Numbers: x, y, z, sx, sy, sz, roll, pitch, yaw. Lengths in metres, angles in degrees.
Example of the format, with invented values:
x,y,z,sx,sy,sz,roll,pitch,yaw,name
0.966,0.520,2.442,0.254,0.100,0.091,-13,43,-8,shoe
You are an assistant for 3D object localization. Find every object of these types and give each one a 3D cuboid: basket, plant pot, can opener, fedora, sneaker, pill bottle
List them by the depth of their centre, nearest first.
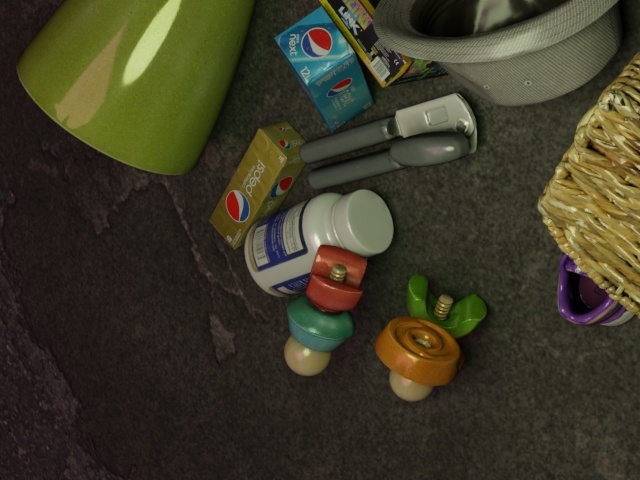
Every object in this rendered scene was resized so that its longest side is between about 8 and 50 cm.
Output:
x,y,z,sx,sy,sz,roll,pitch,yaw,name
0.389,-0.041,1.169,0.299,0.223,0.213,34,137,13,basket
0.206,-0.226,1.299,0.275,0.243,0.124,-3,132,33,fedora
0.307,-0.005,1.332,0.095,0.104,0.236,22,117,36,sneaker
0.075,-0.116,1.513,0.280,0.093,0.074,-11,98,48,can opener
0.000,0.000,1.597,0.187,0.112,0.112,-20,91,43,pill bottle
-0.203,-0.284,1.606,0.275,0.275,0.293,45,113,21,plant pot

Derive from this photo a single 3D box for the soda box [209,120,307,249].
x,y,z,sx,sy,sz,roll,pitch,yaw,name
-0.082,-0.075,1.680,0.061,0.058,0.181,48,129,19,soda box

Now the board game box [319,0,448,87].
x,y,z,sx,sy,sz,roll,pitch,yaw,name
0.076,-0.261,1.420,0.048,0.141,0.170,-44,75,38,board game box

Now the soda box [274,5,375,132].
x,y,z,sx,sy,sz,roll,pitch,yaw,name
0.008,-0.198,1.461,0.067,0.210,0.071,-34,77,1,soda box

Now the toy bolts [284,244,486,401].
x,y,z,sx,sy,sz,roll,pitch,yaw,name
0.060,0.134,1.484,0.228,0.218,0.158,22,118,2,toy bolts
